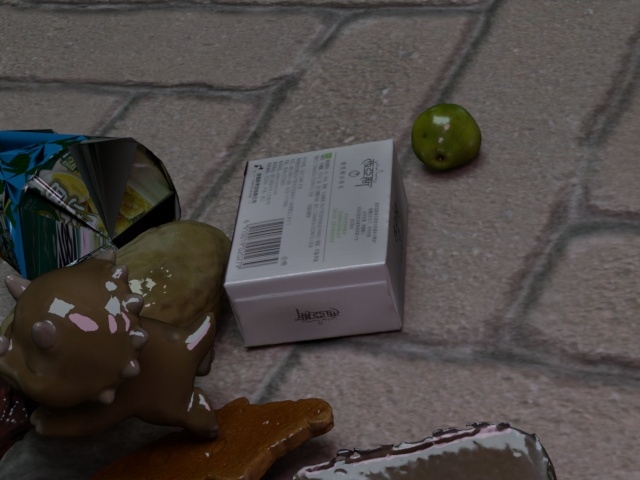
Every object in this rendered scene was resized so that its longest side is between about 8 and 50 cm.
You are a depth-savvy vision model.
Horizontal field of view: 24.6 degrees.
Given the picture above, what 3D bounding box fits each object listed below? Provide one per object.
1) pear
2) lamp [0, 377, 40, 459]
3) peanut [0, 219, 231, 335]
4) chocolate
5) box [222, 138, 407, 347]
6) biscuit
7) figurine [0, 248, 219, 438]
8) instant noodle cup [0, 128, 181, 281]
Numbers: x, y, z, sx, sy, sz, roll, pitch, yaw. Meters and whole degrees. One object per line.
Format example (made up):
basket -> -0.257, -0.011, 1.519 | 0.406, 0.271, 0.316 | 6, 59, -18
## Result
pear -> 0.162, -0.140, 1.921 | 0.092, 0.092, 0.097 | -9, 37, 11
lamp -> -0.419, 0.232, 1.592 | 0.223, 0.151, 0.215 | 16, 84, 6
peanut -> -0.233, 0.092, 1.711 | 0.340, 0.158, 0.174 | -25, 10, -20
chocolate -> 0.103, 0.269, 1.395 | 0.261, 0.083, 0.161 | -11, 44, 2
box -> 0.000, 0.000, 1.773 | 0.194, 0.111, 0.260 | -7, 34, 12
biscuit -> -0.114, 0.227, 1.550 | 0.280, 0.043, 0.183 | -21, 17, 11
figurine -> -0.213, 0.100, 1.519 | 0.247, 0.173, 0.177 | 8, 33, -13
instant noodle cup -> -0.320, -0.035, 1.869 | 0.240, 0.240, 0.178 | -36, 32, -25
